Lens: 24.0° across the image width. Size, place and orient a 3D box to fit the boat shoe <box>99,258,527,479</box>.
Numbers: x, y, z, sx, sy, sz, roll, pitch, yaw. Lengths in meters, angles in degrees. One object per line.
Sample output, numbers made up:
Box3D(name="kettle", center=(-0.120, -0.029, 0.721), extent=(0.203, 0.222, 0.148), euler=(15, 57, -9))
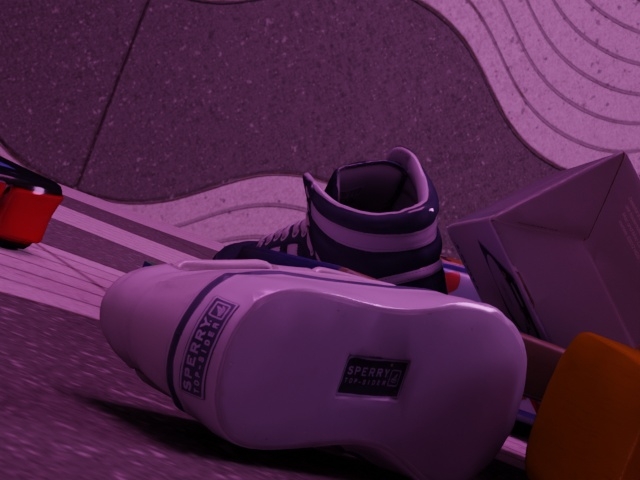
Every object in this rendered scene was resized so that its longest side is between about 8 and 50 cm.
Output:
Box3D(name="boat shoe", center=(0.008, 0.050, 0.680), extent=(0.084, 0.095, 0.258), euler=(22, -3, 36))

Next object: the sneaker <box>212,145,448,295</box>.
Box3D(name="sneaker", center=(0.000, 0.000, 1.125), extent=(0.099, 0.153, 0.282), euler=(-20, 24, -30))

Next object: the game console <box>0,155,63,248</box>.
Box3D(name="game console", center=(-0.406, -0.094, 1.164), extent=(0.342, 0.060, 0.386), euler=(21, 0, -33))

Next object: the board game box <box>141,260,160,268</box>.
Box3D(name="board game box", center=(-0.025, 0.066, 0.960), extent=(0.136, 0.035, 0.201), euler=(21, 0, -30))

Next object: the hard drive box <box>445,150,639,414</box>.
Box3D(name="hard drive box", center=(0.166, 0.049, 0.932), extent=(0.181, 0.089, 0.232), euler=(64, -1, 1))

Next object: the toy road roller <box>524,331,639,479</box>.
Box3D(name="toy road roller", center=(0.243, 0.063, 0.630), extent=(0.202, 0.241, 0.329), euler=(21, 0, -7))

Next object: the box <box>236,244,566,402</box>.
Box3D(name="box", center=(0.031, 0.043, 0.873), extent=(0.136, 0.037, 0.225), euler=(20, -4, -20))

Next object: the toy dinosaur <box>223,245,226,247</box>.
Box3D(name="toy dinosaur", center=(-0.077, 0.053, 1.402), extent=(0.082, 0.047, 0.090), euler=(8, -43, 51))

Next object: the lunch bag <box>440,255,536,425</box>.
Box3D(name="lunch bag", center=(0.174, 0.102, 1.274), extent=(0.303, 0.115, 0.243), euler=(22, -5, 11))
